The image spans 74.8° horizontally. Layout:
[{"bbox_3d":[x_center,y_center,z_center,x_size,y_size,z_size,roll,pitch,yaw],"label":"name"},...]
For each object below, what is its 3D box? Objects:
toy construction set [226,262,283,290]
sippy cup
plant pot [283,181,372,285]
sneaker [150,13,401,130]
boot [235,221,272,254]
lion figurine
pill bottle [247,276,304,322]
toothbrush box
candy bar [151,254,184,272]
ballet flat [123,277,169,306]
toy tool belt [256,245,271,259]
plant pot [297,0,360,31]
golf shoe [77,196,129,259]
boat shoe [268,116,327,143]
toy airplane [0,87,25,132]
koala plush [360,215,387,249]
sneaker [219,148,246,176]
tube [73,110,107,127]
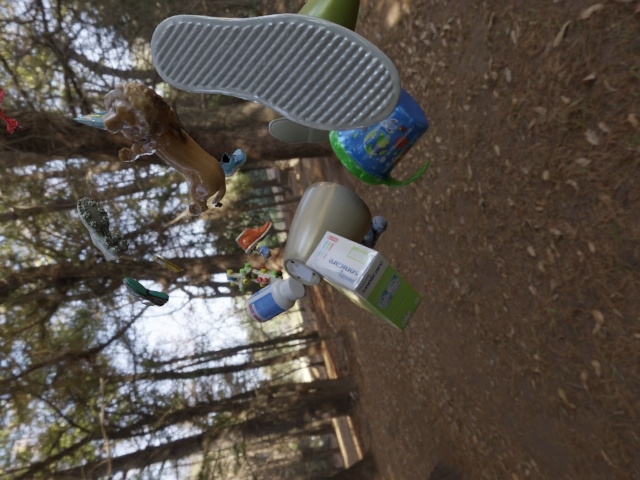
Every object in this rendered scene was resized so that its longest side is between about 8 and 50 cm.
[{"bbox_3d":[-0.318,0.219,2.219,0.215,0.327,0.151,-26,-42,-64],"label":"toy construction set"},{"bbox_3d":[0.181,-0.319,1.220,0.224,0.305,0.240,-41,43,35],"label":"sippy cup"},{"bbox_3d":[0.000,0.000,1.335,0.257,0.256,0.274,84,-152,-50],"label":"plant pot"},{"bbox_3d":[-0.051,-0.257,0.607,0.150,0.365,0.135,-48,-26,-58],"label":"sneaker"},{"bbox_3d":[-0.248,-0.028,1.577,0.084,0.158,0.059,40,149,3],"label":"boot"},{"bbox_3d":[-0.336,-0.203,0.997,0.392,0.240,0.142,34,-119,-36],"label":"lion figurine"},{"bbox_3d":[-0.172,0.227,1.636,0.124,0.221,0.124,36,-143,-33],"label":"pill bottle"},{"bbox_3d":[0.127,0.117,1.184,0.206,0.122,0.283,24,168,48],"label":"toothbrush box"},{"bbox_3d":[-0.690,0.108,1.892,0.161,0.040,0.018,41,-147,-46],"label":"candy bar"},{"bbox_3d":[-0.376,0.117,0.889,0.114,0.041,0.041,38,-153,-46],"label":"ballet flat"},{"bbox_3d":[-0.262,0.046,1.920,0.083,0.052,0.051,38,161,23],"label":"toy tool belt"},{"bbox_3d":[0.018,-0.777,1.551,0.294,0.274,0.275,-59,21,16],"label":"plant pot"},{"bbox_3d":[-0.583,-0.023,1.090,0.176,0.086,0.069,58,-147,-4],"label":"golf shoe"},{"bbox_3d":[-0.093,-0.428,1.612,0.079,0.254,0.096,36,127,49],"label":"boat shoe"},{"bbox_3d":[-0.952,-0.381,1.240,0.028,0.151,0.151,-69,-21,-46],"label":"toy airplane"},{"bbox_3d":[0.126,-0.007,1.631,0.221,0.196,0.204,-38,-29,-61],"label":"koala plush"},{"bbox_3d":[-0.336,-0.309,1.593,0.162,0.063,0.073,-70,-34,-47],"label":"sneaker"},{"bbox_3d":[-0.543,-0.298,1.049,0.207,0.080,0.052,-128,39,-69],"label":"tube"}]
